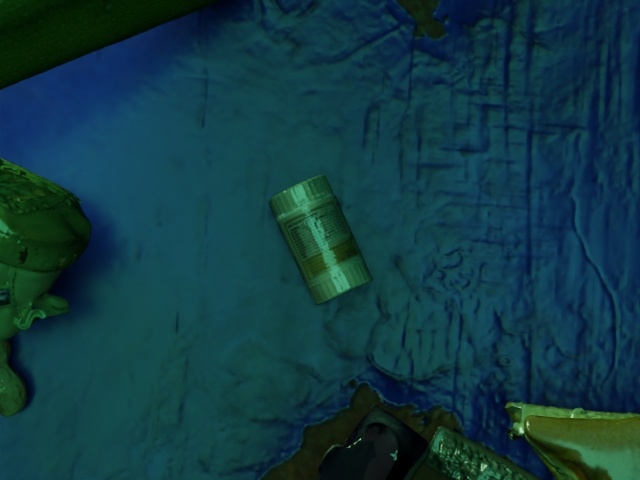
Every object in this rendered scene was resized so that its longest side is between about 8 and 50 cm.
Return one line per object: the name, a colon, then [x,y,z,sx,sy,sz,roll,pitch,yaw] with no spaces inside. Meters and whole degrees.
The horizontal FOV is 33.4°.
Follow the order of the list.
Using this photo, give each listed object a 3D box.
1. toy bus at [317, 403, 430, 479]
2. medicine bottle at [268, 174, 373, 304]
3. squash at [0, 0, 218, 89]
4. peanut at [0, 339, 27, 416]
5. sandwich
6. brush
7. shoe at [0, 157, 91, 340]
toy bus: [0.009,0.196,0.732,0.057,0.072,0.172,34,85,18]
medicine bottle: [0.000,0.000,0.760,0.047,0.047,0.083,-25,87,-2]
squash: [-0.192,-0.157,0.698,0.379,0.101,0.101,-30,87,-23]
peanut: [-0.236,0.086,0.758,0.037,0.037,0.083,-23,93,-2]
sandwich: [0.241,0.171,0.707,0.128,0.122,0.235,-42,89,-13]
brush: [0.162,0.190,0.759,0.190,0.027,0.034,29,88,0]
shoe: [-0.285,-0.020,0.710,0.262,0.140,0.128,20,93,5]
